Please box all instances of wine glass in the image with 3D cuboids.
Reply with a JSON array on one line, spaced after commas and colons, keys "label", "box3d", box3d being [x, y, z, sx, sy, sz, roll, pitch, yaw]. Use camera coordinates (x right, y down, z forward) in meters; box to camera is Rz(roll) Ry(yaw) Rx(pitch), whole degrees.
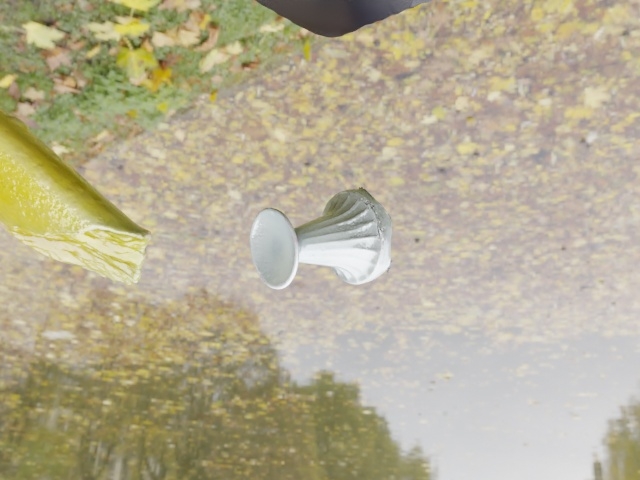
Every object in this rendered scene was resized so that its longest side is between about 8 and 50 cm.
[{"label": "wine glass", "box3d": [0.000, 0.000, 1.250, 0.196, 0.165, 0.165, -6, 166, -40]}]

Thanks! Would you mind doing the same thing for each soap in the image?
[{"label": "soap", "box3d": [-0.438, -0.083, 1.112, 0.427, 0.115, 0.306, 39, 161, 3]}]

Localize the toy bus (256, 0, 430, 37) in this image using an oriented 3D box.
[{"label": "toy bus", "box3d": [0.076, -0.354, 0.810, 0.171, 0.162, 0.386, 22, 167, -32]}]
